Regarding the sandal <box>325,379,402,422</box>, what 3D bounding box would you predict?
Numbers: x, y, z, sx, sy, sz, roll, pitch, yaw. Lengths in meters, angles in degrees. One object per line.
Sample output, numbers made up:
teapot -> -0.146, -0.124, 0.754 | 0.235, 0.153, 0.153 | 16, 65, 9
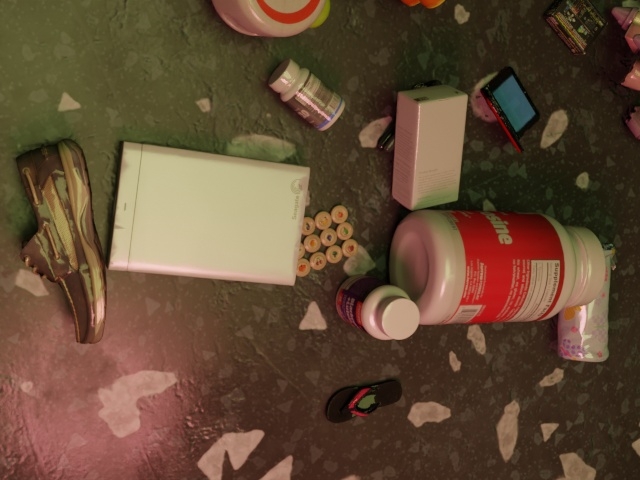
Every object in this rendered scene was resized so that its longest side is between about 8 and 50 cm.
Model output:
sandal -> 0.094, 0.333, 1.790 | 0.179, 0.040, 0.067 | -14, 103, -20

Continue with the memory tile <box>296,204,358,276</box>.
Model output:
memory tile -> 0.000, 0.000, 1.718 | 0.148, 0.012, 0.113 | -22, 105, -18

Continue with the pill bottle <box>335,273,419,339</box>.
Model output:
pill bottle -> 0.114, 0.133, 1.685 | 0.108, 0.193, 0.108 | -3, 98, -22

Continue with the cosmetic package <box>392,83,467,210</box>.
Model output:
cosmetic package -> 0.213, -0.184, 1.702 | 0.117, 0.085, 0.231 | -13, 121, -25

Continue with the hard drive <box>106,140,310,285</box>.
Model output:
hard drive -> -0.204, -0.046, 1.601 | 0.353, 0.047, 0.232 | 6, 95, -21

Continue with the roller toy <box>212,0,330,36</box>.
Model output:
roller toy -> -0.096, -0.464, 1.537 | 0.191, 0.146, 0.209 | -29, 116, -24

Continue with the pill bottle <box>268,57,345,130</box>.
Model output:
pill bottle -> -0.027, -0.277, 1.630 | 0.137, 0.078, 0.078 | 37, 83, -22

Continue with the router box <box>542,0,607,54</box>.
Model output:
router box -> 0.551, -0.477, 1.862 | 0.122, 0.038, 0.092 | 42, 81, -22

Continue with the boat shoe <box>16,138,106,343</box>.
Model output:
boat shoe -> -0.447, 0.007, 1.485 | 0.130, 0.132, 0.355 | -9, 93, -11

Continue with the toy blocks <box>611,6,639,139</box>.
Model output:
toy blocks -> 0.737, -0.424, 1.879 | 0.260, 0.309, 0.288 | 30, 72, 9

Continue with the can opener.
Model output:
can opener -> 0.185, -0.248, 1.733 | 0.073, 0.059, 0.186 | 44, 80, -22

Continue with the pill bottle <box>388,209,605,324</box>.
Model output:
pill bottle -> 0.365, 0.054, 1.759 | 0.408, 0.229, 0.229 | 0, 98, -23

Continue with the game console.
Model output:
game console -> 0.409, -0.276, 1.811 | 0.085, 0.124, 0.144 | -33, 110, 13

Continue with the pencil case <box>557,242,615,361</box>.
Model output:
pencil case -> 0.595, 0.135, 1.931 | 0.124, 0.113, 0.273 | -4, 99, -37

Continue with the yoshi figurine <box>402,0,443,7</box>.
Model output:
yoshi figurine -> 0.126, -0.612, 1.577 | 0.362, 0.204, 0.203 | 42, 39, -29
